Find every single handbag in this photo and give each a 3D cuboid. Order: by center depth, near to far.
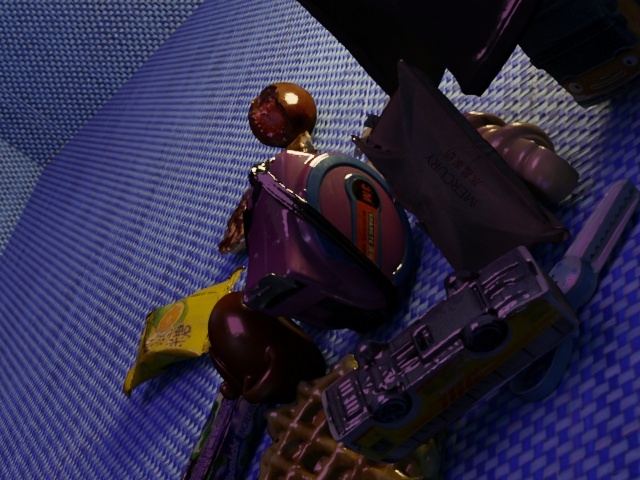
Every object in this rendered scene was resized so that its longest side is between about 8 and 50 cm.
[{"bbox_3d":[0.148,-0.063,1.352,0.117,0.270,0.182,-36,-11,-36],"label":"handbag"}]

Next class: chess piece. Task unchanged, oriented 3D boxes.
[{"bbox_3d":[0.202,-0.114,1.511,0.117,0.117,0.397,-55,23,-3],"label":"chess piece"}]

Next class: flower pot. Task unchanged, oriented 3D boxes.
[{"bbox_3d":[0.122,-0.343,1.430,0.379,0.251,0.379,-60,7,12],"label":"flower pot"}]

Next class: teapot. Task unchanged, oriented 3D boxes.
[{"bbox_3d":[-0.081,0.161,1.557,0.135,0.178,0.252,-53,11,6],"label":"teapot"}]

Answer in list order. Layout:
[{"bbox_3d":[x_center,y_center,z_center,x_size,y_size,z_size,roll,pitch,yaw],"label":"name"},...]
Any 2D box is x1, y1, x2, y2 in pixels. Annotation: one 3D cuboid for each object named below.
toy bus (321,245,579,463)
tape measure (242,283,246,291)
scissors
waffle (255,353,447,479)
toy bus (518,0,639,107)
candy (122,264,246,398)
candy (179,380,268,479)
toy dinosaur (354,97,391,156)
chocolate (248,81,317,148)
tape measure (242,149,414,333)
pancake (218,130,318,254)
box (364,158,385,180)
[{"bbox_3d":[0.129,0.120,1.207,0.268,0.106,0.092,-39,36,15],"label":"toy bus"},{"bbox_3d":[-0.039,0.057,1.710,0.177,0.087,0.154,-28,-10,-47],"label":"tape measure"},{"bbox_3d":[0.259,0.048,1.244,0.256,0.030,0.125,-57,23,-4],"label":"scissors"},{"bbox_3d":[0.028,0.256,1.354,0.317,0.073,0.297,-32,35,28],"label":"waffle"},{"bbox_3d":[0.345,-0.313,1.432,0.138,0.167,0.275,-25,36,50],"label":"toy bus"},{"bbox_3d":[-0.243,0.155,2.042,0.297,0.081,0.187,-32,32,43],"label":"candy"},{"bbox_3d":[-0.129,0.273,1.659,0.088,0.061,0.312,-26,33,52],"label":"candy"},{"bbox_3d":[0.136,-0.225,1.810,0.242,0.053,0.167,-61,17,1],"label":"toy dinosaur"},{"bbox_3d":[-0.064,-0.230,2.211,0.127,0.124,0.133,-39,40,-8],"label":"chocolate"},{"bbox_3d":[0.000,0.000,1.558,0.149,0.245,0.231,-35,44,38],"label":"tape measure"},{"bbox_3d":[-0.064,-0.071,2.089,0.244,0.057,0.266,14,74,58],"label":"pancake"},{"bbox_3d":[0.121,-0.152,1.838,0.167,0.024,0.090,-54,23,-3],"label":"box"}]
